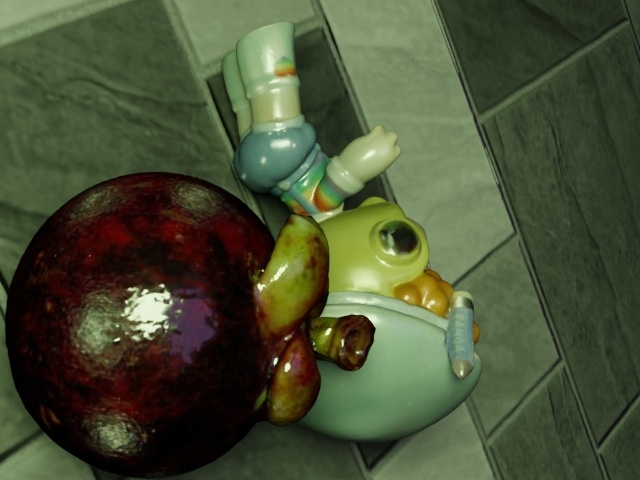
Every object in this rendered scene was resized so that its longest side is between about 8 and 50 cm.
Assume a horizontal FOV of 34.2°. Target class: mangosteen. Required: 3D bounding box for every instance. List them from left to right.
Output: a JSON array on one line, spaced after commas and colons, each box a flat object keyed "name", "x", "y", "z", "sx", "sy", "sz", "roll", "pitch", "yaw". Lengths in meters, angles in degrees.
[{"name": "mangosteen", "x": -0.092, "y": 0.062, "z": 0.755, "sx": 0.228, "sy": 0.265, "sz": 0.228, "roll": 3, "pitch": 90, "yaw": -85}]

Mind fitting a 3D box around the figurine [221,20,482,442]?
[{"name": "figurine", "x": -0.012, "y": 0.005, "z": 0.942, "sx": 0.205, "sy": 0.224, "sz": 0.382, "roll": -19, "pitch": 73, "yaw": -25}]
